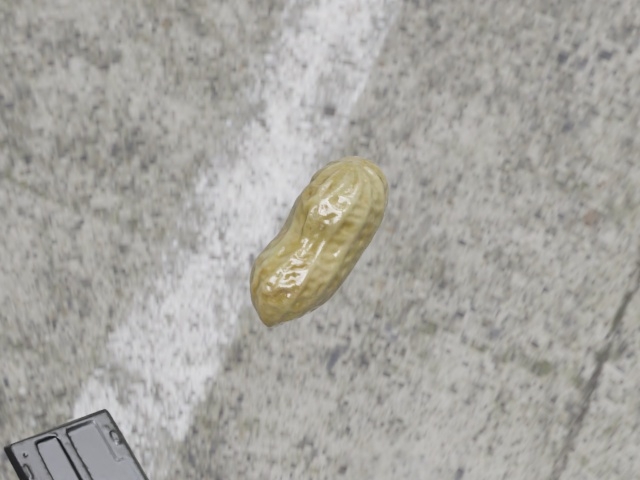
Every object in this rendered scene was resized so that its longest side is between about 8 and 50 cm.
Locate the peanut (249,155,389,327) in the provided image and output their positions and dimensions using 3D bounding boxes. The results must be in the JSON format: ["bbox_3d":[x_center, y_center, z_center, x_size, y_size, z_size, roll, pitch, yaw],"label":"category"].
[{"bbox_3d":[0.000,0.000,1.492,0.083,0.093,0.194,34,69,1],"label":"peanut"}]

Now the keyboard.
[{"bbox_3d":[-0.092,0.177,0.804,0.067,0.011,0.202,-18,61,-32],"label":"keyboard"}]
